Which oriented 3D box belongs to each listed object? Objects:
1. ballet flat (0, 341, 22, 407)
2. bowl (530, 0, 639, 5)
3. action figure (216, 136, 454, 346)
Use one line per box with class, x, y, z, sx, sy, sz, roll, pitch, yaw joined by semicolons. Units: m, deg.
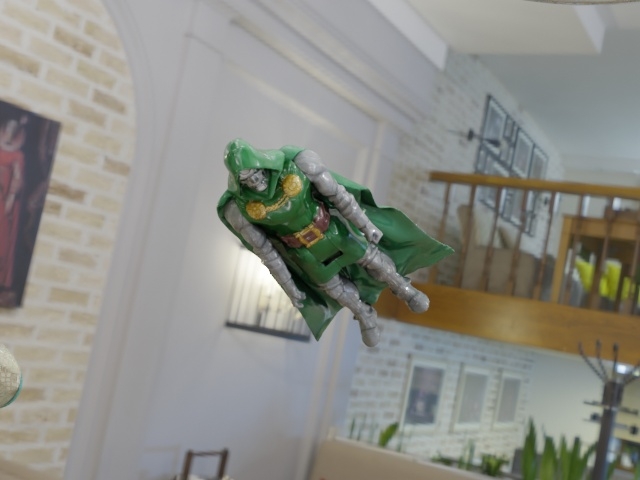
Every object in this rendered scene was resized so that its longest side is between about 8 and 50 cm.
ballet flat;-0.280;0.075;0.593;0.168;0.057;0.052;19;-15;32
bowl;0.081;-0.167;0.228;0.297;0.134;0.298;12;-31;7
action figure;0.000;0.000;0.602;0.232;0.137;0.063;44;12;-46
